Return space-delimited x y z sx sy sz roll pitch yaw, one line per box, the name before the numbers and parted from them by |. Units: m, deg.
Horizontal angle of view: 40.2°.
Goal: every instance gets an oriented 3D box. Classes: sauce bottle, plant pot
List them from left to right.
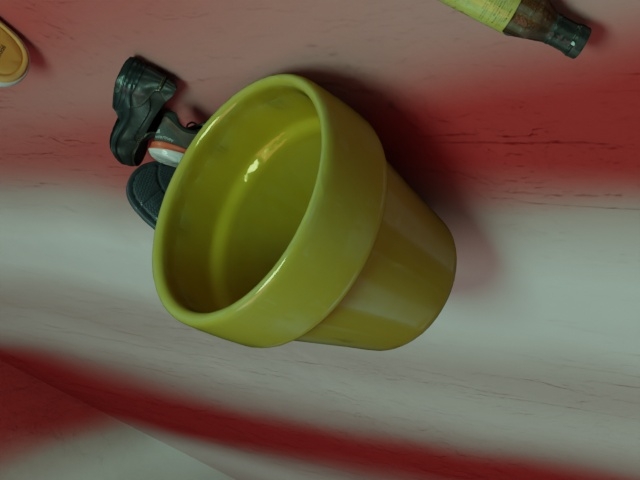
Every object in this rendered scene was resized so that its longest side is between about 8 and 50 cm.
plant pot | 0.000 0.000 0.876 0.254 0.254 0.239 -9 152 45
sauce bottle | 0.143 -0.177 0.663 0.128 0.042 0.042 29 150 -3

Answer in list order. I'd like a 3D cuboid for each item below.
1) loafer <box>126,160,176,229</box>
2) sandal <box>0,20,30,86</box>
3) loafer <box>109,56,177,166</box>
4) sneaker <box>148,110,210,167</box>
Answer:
loafer | -0.096 0.001 1.073 0.302 0.109 0.095 22 155 -1
sandal | -0.412 -0.261 0.902 0.265 0.102 0.076 31 150 -27
loafer | -0.197 -0.131 0.979 0.061 0.062 0.170 21 152 -2
sneaker | -0.111 -0.100 0.965 0.158 0.065 0.061 18 172 -41
